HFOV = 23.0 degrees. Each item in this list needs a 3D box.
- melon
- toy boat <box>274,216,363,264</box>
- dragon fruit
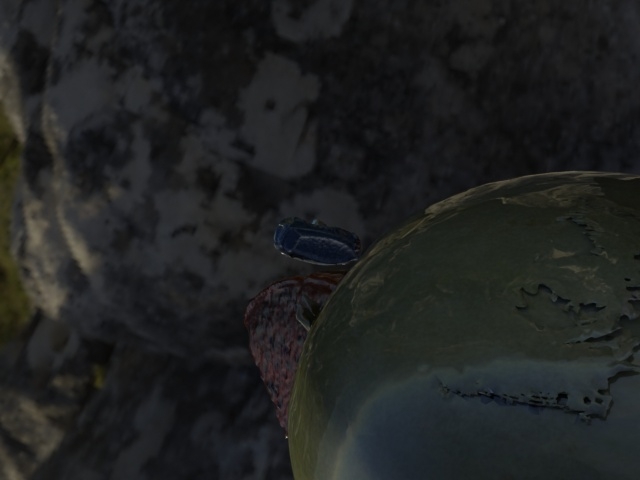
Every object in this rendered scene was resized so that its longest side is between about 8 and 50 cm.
[{"bbox_3d":[0.133,0.097,0.742,0.330,0.268,0.268,23,137,23],"label":"melon"},{"bbox_3d":[0.000,0.000,1.259,0.083,0.038,0.038,13,139,-31],"label":"toy boat"},{"bbox_3d":[0.034,0.065,1.112,0.121,0.127,0.161,-6,154,-31],"label":"dragon fruit"}]
